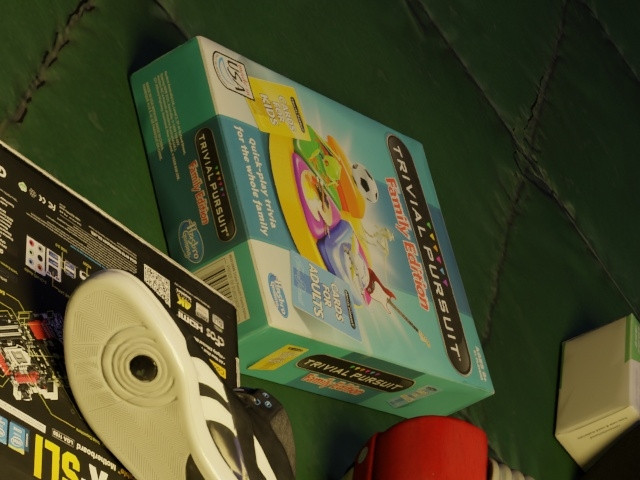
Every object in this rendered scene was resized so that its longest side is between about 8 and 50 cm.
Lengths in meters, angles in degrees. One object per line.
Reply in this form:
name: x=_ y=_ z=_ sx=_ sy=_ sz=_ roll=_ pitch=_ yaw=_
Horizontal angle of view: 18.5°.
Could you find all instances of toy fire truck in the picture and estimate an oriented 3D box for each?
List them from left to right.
toy fire truck: x=0.146 y=0.209 z=1.458 sx=0.217 sy=0.246 sz=0.158 roll=27 pitch=37 yaw=-15

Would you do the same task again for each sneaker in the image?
sneaker: x=-0.083 y=0.099 z=1.233 sx=0.217 sy=0.079 sz=0.121 roll=65 pitch=22 yaw=-15

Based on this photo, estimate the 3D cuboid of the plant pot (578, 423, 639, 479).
plant pot: x=0.340 y=0.286 z=1.864 sx=0.187 sy=0.167 sz=0.188 roll=46 pitch=30 yaw=-29

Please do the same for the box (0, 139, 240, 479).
box: x=-0.173 y=0.088 z=1.241 sx=0.322 sy=0.079 sz=0.257 roll=37 pitch=39 yaw=-41

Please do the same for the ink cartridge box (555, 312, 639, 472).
ink cartridge box: x=0.337 y=0.206 z=2.015 sx=0.212 sy=0.093 sz=0.154 roll=52 pitch=28 yaw=-24

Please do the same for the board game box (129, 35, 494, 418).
board game box: x=0.000 y=0.000 z=1.624 sx=0.336 sy=0.079 sz=0.253 roll=20 pitch=49 yaw=-53
